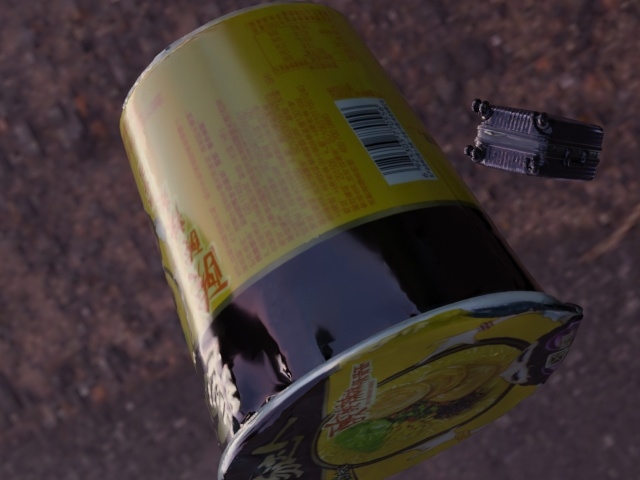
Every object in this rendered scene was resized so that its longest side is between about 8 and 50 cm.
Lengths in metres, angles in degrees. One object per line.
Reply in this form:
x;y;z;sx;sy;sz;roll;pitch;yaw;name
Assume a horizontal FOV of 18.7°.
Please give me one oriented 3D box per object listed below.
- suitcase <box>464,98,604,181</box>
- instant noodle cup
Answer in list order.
0.195;-0.088;1.746;0.086;0.126;0.059;16;98;35;suitcase
0.000;0.000;1.075;0.236;0.215;0.215;64;146;23;instant noodle cup
